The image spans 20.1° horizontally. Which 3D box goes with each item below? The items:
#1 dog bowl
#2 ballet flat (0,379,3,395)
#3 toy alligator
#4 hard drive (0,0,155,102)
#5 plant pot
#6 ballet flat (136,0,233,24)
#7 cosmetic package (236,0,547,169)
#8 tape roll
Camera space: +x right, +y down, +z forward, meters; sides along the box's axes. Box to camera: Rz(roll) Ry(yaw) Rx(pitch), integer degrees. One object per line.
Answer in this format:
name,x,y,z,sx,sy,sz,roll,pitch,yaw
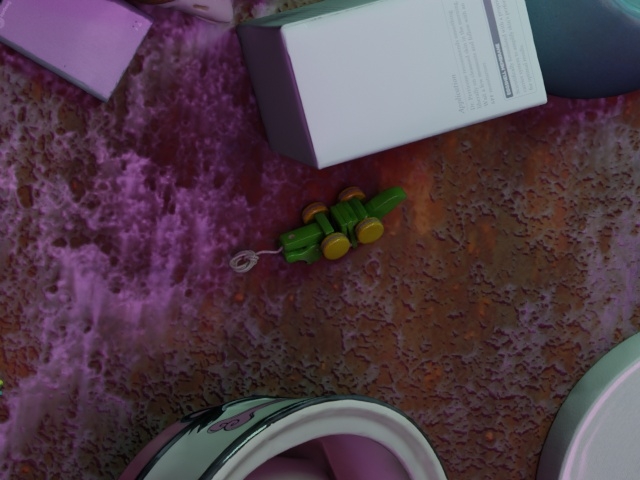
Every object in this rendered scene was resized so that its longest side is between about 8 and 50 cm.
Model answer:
dog bowl,-0.057,0.329,1.691,0.408,0.150,0.408,-12,107,-43
ballet flat,-0.419,0.150,1.706,0.231,0.077,0.077,-20,85,-7
toy alligator,0.000,0.000,1.789,0.190,0.056,0.051,-25,143,-8
hard drive,-0.239,-0.205,1.720,0.135,0.022,0.094,30,90,-14
plant pot,0.291,-0.277,1.741,0.290,0.195,0.290,-2,98,-13
ballet flat,-0.074,-0.282,1.716,0.342,0.116,0.124,-27,122,-12
cosmetic package,0.060,-0.166,1.688,0.225,0.224,0.138,-16,100,-10
tape roll,0.419,0.270,1.908,0.392,0.072,0.392,-2,98,-12
